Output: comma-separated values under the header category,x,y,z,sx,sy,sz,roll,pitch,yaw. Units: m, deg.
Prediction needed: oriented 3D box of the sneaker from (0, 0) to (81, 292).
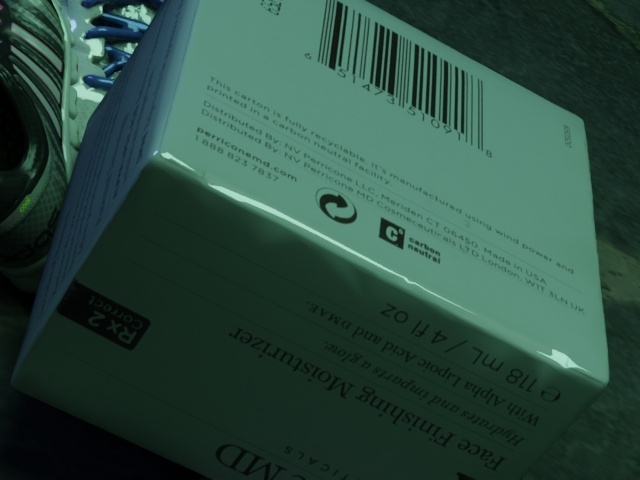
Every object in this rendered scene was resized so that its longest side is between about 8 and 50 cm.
category,x,y,z,sx,sy,sz,roll,pitch,yaw
sneaker,-0.141,-0.064,0.771,0.075,0.063,0.170,42,30,-61

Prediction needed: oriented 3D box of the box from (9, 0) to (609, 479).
category,x,y,z,sx,sy,sz,roll,pitch,yaw
box,0.000,0.000,0.705,0.181,0.119,0.182,27,33,-14

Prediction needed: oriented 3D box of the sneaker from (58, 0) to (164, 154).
category,x,y,z,sx,sy,sz,roll,pitch,yaw
sneaker,-0.112,-0.111,0.880,0.112,0.131,0.296,14,31,-36

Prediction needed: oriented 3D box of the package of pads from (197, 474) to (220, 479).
category,x,y,z,sx,sy,sz,roll,pitch,yaw
package of pads,-0.016,0.118,0.675,0.083,0.032,0.050,36,21,9
